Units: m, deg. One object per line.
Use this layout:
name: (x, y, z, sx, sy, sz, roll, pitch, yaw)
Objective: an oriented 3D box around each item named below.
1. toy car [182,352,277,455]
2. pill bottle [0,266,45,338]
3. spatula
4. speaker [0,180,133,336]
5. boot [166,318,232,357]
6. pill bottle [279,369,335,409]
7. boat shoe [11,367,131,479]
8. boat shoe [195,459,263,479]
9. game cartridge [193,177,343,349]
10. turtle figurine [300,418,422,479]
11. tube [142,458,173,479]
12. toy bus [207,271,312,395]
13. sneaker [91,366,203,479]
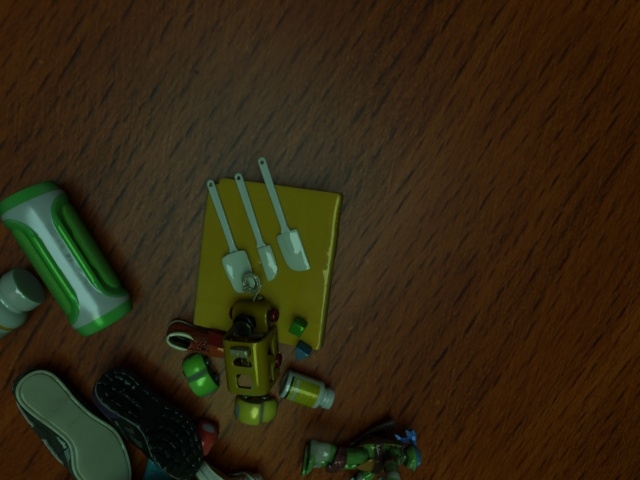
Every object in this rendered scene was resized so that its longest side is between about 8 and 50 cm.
toy car: (-0.237, 0.356, 1.063, 0.239, 0.053, 0.224, -28, 99, -7)
pill bottle: (-0.662, 0.144, 0.949, 0.209, 0.117, 0.117, -32, 100, -2)
spatula: (-0.137, -0.030, 0.966, 0.168, 0.019, 0.241, -20, 90, 14)
speaker: (-0.496, 0.037, 0.952, 0.131, 0.131, 0.296, -28, 100, -3)
boot: (-0.255, 0.222, 1.032, 0.158, 0.084, 0.059, 21, 93, -11)
pill bottle: (-0.029, 0.339, 1.086, 0.117, 0.065, 0.065, 22, 94, -9)
boat shoe: (-0.524, 0.405, 1.027, 0.112, 0.096, 0.335, -42, 108, -37)
boat shoe: (-0.170, 0.565, 1.087, 0.096, 0.098, 0.277, -48, 112, -18)
game cartridge: (-0.111, 0.043, 1.001, 0.286, 0.053, 0.323, 9, 95, 12)
turtle figurine: (0.091, 0.539, 1.063, 0.267, 0.198, 0.274, 11, 90, -3)
tube: (-0.369, 0.547, 1.079, 0.080, 0.052, 0.206, 20, 90, -24)
toy bus: (-0.139, 0.201, 0.940, 0.202, 0.104, 0.191, 43, 111, -1)
sneaker: (-0.366, 0.391, 1.026, 0.283, 0.124, 0.107, 49, 46, -2)
